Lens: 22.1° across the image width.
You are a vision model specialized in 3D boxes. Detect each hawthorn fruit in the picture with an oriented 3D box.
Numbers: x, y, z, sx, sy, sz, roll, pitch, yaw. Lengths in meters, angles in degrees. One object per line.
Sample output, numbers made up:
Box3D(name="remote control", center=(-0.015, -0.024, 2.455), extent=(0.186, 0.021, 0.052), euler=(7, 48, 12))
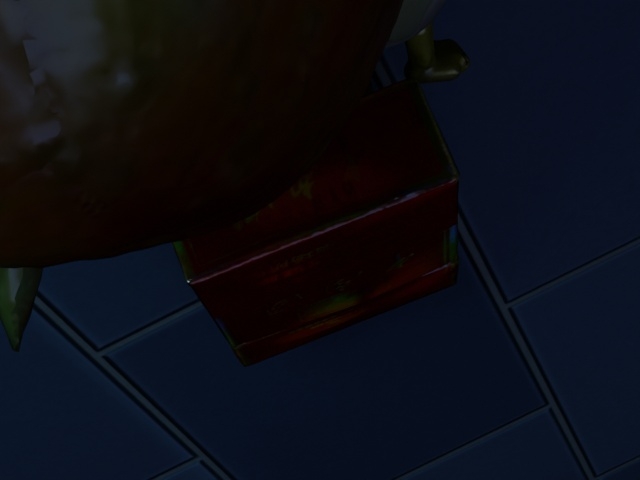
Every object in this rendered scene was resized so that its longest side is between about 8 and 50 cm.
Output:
Box3D(name="hawthorn fruit", center=(-0.130, -0.149, 0.728), extent=(0.402, 0.403, 0.403), euler=(-16, 146, -11))

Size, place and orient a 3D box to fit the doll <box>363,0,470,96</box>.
Box3D(name="doll", center=(0.033, -0.227, 1.024), extent=(0.160, 0.094, 0.365), euler=(-19, 147, -11))

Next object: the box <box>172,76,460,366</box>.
Box3D(name="box", center=(0.001, -0.001, 1.242), extent=(0.197, 0.089, 0.313), euler=(-23, 165, -1))
